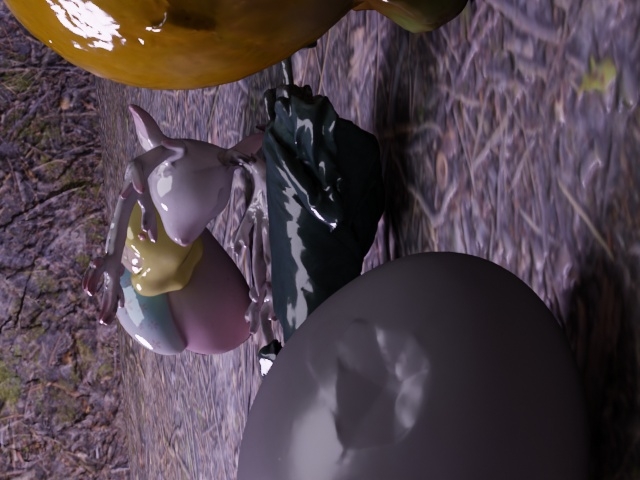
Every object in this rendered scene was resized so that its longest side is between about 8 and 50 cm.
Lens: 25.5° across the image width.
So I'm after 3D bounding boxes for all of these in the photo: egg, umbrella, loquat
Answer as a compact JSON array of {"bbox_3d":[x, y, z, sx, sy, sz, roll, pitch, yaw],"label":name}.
[{"bbox_3d":[0.048,0.110,0.715,0.176,0.176,0.231,-108,26,-46],"label":"egg"},{"bbox_3d":[0.003,0.000,1.038,0.143,0.094,0.348,0,99,57],"label":"umbrella"},{"bbox_3d":[-0.061,-0.239,0.873,0.359,0.328,0.328,39,151,9],"label":"loquat"}]

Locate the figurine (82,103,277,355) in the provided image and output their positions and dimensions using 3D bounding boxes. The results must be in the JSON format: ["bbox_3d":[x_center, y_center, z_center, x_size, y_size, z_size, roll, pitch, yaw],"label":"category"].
[{"bbox_3d":[-0.119,0.011,1.391,0.315,0.207,0.284,98,170,-56],"label":"figurine"}]
